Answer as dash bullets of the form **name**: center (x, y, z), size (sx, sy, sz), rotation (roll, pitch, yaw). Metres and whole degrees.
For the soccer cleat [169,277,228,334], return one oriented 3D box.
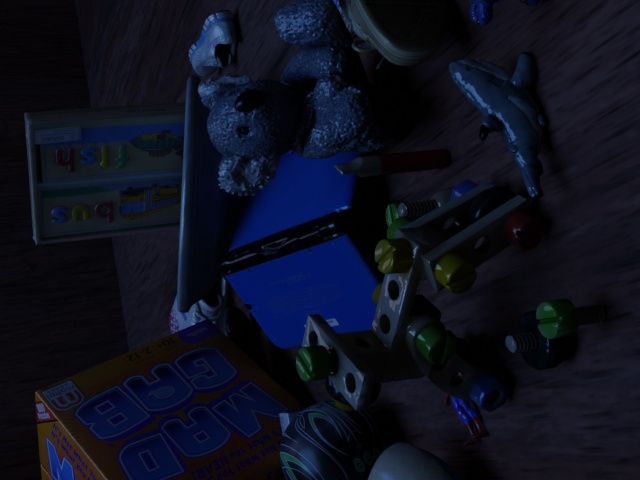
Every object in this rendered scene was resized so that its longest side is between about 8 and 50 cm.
- **soccer cleat**: center (-0.270, 0.156, 1.963), size (0.143, 0.116, 0.331), rotation (-125, 36, -50)

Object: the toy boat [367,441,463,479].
- **toy boat**: center (0.119, 0.384, 1.084), size (0.318, 0.148, 0.267), rotation (-35, 69, 57)

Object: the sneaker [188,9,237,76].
- **sneaker**: center (-0.209, -0.366, 1.729), size (0.082, 0.071, 0.190), rotation (70, 155, 15)

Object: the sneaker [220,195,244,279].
- **sneaker**: center (-0.153, 0.004, 1.698), size (0.237, 0.085, 0.086), rotation (114, 165, -53)

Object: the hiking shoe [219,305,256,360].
- **hiking shoe**: center (-0.192, 0.248, 1.794), size (0.114, 0.086, 0.226), rotation (-6, 91, 36)

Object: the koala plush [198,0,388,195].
- **koala plush**: center (-0.043, -0.161, 1.110), size (0.203, 0.221, 0.196), rotation (34, -143, -73)

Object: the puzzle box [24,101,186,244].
- **puzzle box**: center (-0.358, -0.133, 1.710), size (0.052, 0.409, 0.272), rotation (-122, 32, -46)

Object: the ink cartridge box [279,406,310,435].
- **ink cartridge box**: center (0.002, 0.368, 1.390), size (0.046, 0.097, 0.207), rotation (152, 110, -66)

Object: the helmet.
- **helmet**: center (0.022, 0.306, 1.240), size (0.161, 0.169, 0.169), rotation (57, 150, 17)

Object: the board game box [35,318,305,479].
- **board game box**: center (-0.249, 0.426, 1.550), size (0.356, 0.356, 0.356), rotation (36, 133, 35)

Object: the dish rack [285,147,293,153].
- **dish rack**: center (-0.072, -0.023, 1.496), size (0.208, 0.074, 0.271), rotation (-135, 41, -58)

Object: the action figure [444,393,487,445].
- **action figure**: center (0.162, 0.183, 1.039), size (0.038, 0.030, 0.115), rotation (110, 148, -57)

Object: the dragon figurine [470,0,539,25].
- **dragon figurine**: center (0.144, -0.344, 0.850), size (0.144, 0.085, 0.289), rotation (174, 88, -68)

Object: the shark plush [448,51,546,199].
- **shark plush**: center (0.178, -0.108, 0.859), size (0.073, 0.067, 0.161), rotation (140, 121, -64)

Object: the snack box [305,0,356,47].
- **snack box**: center (0.017, -0.310, 1.252), size (0.178, 0.022, 0.064), rotation (176, 88, -68)

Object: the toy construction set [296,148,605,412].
- **toy construction set**: center (0.079, 0.039, 0.919), size (0.257, 0.237, 0.308), rotation (111, 145, -49)

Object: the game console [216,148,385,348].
- **game console**: center (0.000, 0.000, 1.280), size (0.293, 0.173, 0.250), rotation (-18, 110, 50)

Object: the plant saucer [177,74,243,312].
- **plant saucer**: center (-0.186, -0.076, 1.488), size (0.400, 0.101, 0.400), rotation (-178, 90, -82)

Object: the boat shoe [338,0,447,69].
- **boat shoe**: center (0.075, -0.284, 1.033), size (0.089, 0.105, 0.285), rotation (99, 163, -44)
